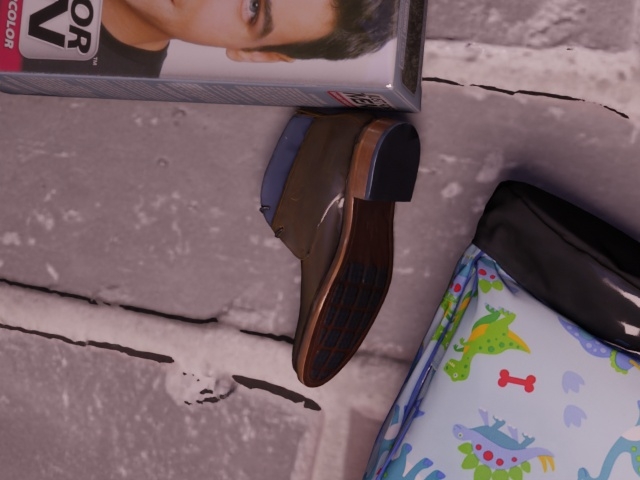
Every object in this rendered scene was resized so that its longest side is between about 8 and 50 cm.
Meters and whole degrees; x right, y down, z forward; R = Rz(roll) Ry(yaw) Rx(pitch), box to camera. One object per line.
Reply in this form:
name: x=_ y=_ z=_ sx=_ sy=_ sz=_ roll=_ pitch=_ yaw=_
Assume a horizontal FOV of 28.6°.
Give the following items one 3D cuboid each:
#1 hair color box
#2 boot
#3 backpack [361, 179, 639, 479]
hair color box: x=-0.103 y=-0.209 z=1.005 sx=0.374 sy=0.113 sz=0.185 roll=4 pitch=87 yaw=15
boot: x=0.000 y=0.000 z=0.995 sx=0.106 sy=0.082 sz=0.219 roll=23 pitch=97 yaw=37
backpack: x=0.151 y=0.182 z=0.856 sx=0.290 sy=0.273 sz=0.355 roll=33 pitch=107 yaw=9
